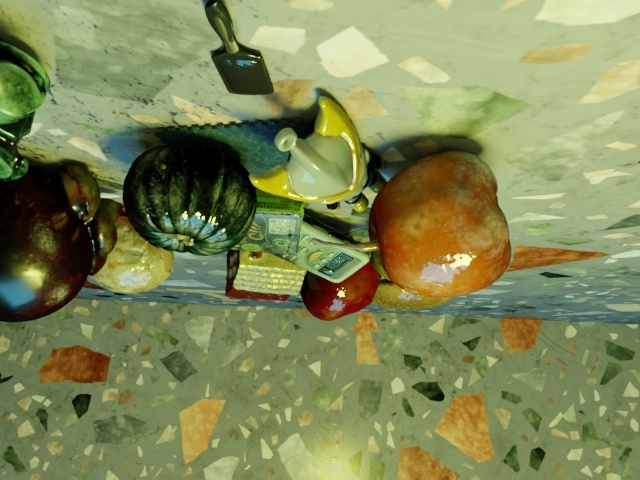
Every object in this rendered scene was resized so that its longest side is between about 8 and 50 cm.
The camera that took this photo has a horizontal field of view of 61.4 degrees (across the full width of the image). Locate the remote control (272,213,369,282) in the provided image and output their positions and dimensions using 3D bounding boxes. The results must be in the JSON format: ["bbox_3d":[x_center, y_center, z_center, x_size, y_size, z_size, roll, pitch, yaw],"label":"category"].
[{"bbox_3d":[-0.031,0.007,1.245,0.296,0.056,0.140,26,132,-29],"label":"remote control"}]

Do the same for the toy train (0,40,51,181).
[{"bbox_3d":[-0.459,-0.168,0.604,0.299,0.167,0.238,-8,153,32],"label":"toy train"}]

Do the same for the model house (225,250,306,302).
[{"bbox_3d":[-0.150,0.074,1.494,0.196,0.160,0.254,8,164,-16],"label":"model house"}]

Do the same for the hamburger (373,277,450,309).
[{"bbox_3d":[0.285,0.158,1.795,0.259,0.144,0.283,5,172,-20],"label":"hamburger"}]

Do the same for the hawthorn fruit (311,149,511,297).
[{"bbox_3d":[0.190,-0.013,0.881,0.263,0.235,0.231,-42,173,34],"label":"hawthorn fruit"}]

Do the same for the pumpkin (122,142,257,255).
[{"bbox_3d":[-0.213,-0.066,0.888,0.220,0.162,0.220,3,155,1],"label":"pumpkin"}]

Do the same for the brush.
[{"bbox_3d":[-0.099,-0.214,0.618,0.063,0.016,0.193,0,166,5],"label":"brush"}]

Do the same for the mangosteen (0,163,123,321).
[{"bbox_3d":[-0.540,-0.010,1.020,0.347,0.307,0.307,-24,177,-25],"label":"mangosteen"}]

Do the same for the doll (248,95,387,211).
[{"bbox_3d":[0.015,-0.106,0.831,0.145,0.103,0.316,-21,165,21],"label":"doll"}]

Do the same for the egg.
[{"bbox_3d":[-0.473,0.032,1.315,0.233,0.195,0.195,22,171,16],"label":"egg"}]

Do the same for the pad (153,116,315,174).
[{"bbox_3d":[-0.105,-0.140,0.926,0.269,0.012,0.270,-1,166,16],"label":"pad"}]

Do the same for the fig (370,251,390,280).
[{"bbox_3d":[0.243,0.018,1.242,0.259,0.151,0.151,-3,165,7],"label":"fig"}]

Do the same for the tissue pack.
[{"bbox_3d":[-0.152,-0.042,1.087,0.235,0.073,0.173,5,149,-2],"label":"tissue pack"}]

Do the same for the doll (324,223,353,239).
[{"bbox_3d":[0.000,0.000,1.340,0.214,0.071,0.103,15,161,-28],"label":"doll"}]

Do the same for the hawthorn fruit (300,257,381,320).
[{"bbox_3d":[0.075,0.103,1.503,0.266,0.210,0.230,-12,176,-17],"label":"hawthorn fruit"}]
